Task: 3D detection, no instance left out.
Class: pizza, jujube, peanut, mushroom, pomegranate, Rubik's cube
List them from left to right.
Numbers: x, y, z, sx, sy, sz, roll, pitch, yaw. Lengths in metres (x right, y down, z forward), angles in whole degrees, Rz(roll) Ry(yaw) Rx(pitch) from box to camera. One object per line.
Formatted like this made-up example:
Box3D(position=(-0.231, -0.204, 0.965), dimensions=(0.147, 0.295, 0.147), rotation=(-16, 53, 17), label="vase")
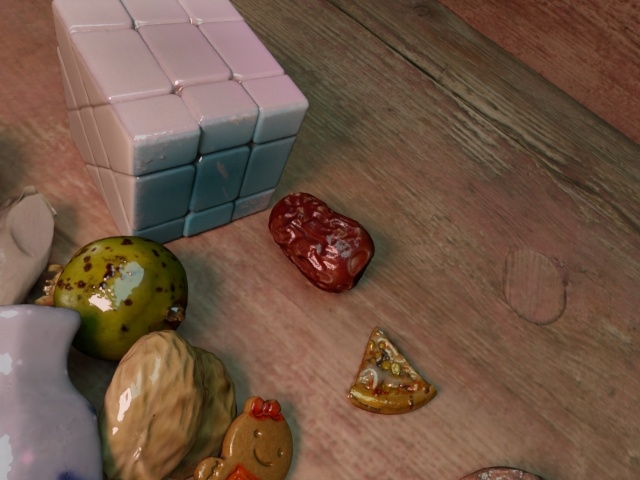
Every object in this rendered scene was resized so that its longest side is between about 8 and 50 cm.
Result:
Box3D(position=(-0.495, 0.075, 0.657), dimensions=(0.110, 0.097, 0.350), rotation=(-4, 56, 11), label="mushroom")
Box3D(position=(-0.325, 0.096, 0.678), dimensions=(0.246, 0.198, 0.198), rotation=(-21, 61, 7), label="pomegranate")
Box3D(position=(-0.202, 0.236, 0.616), dimensions=(0.110, 0.233, 0.196), rotation=(0, 65, 18), label="peanut")
Box3D(position=(-0.265, -0.220, 0.824), dimensions=(0.316, 0.321, 0.318), rotation=(-23, 69, -35), label="Rubik's cube")
Box3D(position=(0.000, 0.000, 0.892), dimensions=(0.230, 0.155, 0.155), rotation=(42, 51, 21), label="jujube")
Box3D(position=(0.139, 0.246, 0.842), dimensions=(0.185, 0.036, 0.176), rotation=(13, 53, -14), label="pizza")

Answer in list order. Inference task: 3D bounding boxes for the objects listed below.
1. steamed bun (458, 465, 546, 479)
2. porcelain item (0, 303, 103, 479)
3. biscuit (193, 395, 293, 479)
Box3D(position=(0.322, 0.454, 0.726), dimensions=(0.175, 0.106, 0.144), rotation=(9, 54, -13), label="steamed bun")
Box3D(position=(-0.358, 0.286, 0.475), dimensions=(0.179, 0.243, 0.404), rotation=(10, 63, -43), label="porcelain item")
Box3D(position=(-0.103, 0.341, 0.627), dimensions=(0.166, 0.036, 0.225), rotation=(54, 43, -23), label="biscuit")
